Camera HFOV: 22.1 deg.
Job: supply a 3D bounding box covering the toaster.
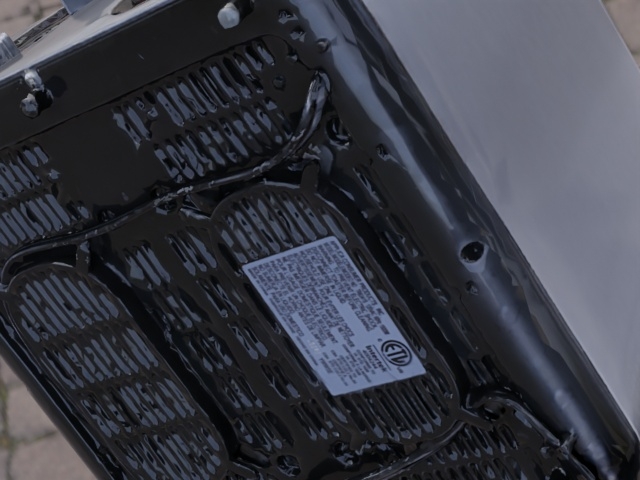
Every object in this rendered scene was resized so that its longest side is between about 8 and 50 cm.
[{"bbox_3d":[0.000,0.000,0.426,0.168,0.186,0.110,-18,24,41],"label":"toaster"}]
